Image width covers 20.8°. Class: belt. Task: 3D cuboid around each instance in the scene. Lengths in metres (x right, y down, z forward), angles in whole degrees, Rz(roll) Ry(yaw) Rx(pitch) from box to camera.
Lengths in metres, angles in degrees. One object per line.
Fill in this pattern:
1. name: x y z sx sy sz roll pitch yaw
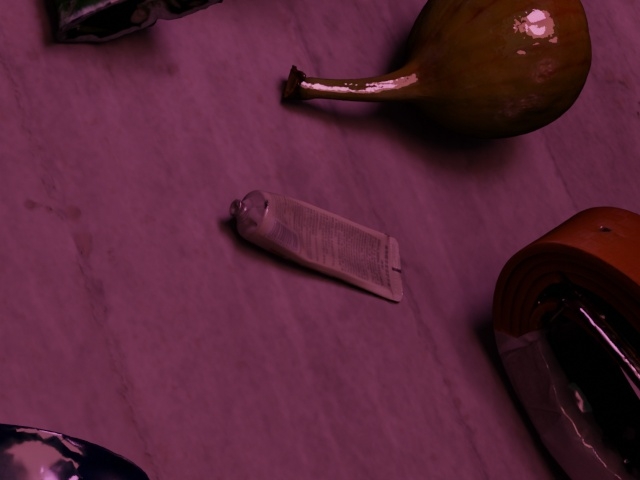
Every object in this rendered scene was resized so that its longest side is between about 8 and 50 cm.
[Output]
1. belt: 0.242 0.105 1.324 0.105 0.184 0.261 -27 73 -45

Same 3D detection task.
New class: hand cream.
1. hand cream: 0.000 0.000 1.301 0.165 0.037 0.057 22 53 -37

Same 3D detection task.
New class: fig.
1. fig: 0.101 -0.147 1.387 0.259 0.151 0.151 -14 75 -38

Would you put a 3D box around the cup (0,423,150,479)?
1. cup: -0.150 0.257 0.929 0.255 0.178 0.256 18 58 -28

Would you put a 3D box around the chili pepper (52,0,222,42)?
1. chili pepper: -0.161 -0.285 1.273 0.099 0.136 0.270 13 55 -66
